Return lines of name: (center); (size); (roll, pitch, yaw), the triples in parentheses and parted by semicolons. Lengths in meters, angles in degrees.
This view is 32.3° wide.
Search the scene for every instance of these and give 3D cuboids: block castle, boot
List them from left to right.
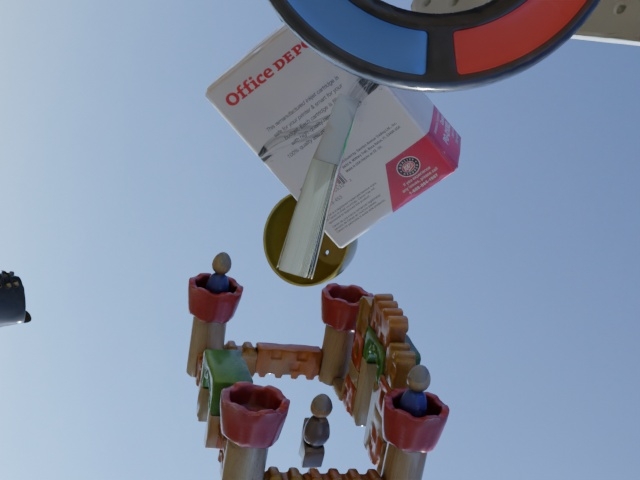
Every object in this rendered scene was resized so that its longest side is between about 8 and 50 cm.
boot: (-0.419, 0.036, 1.316); (0.077, 0.137, 0.197); (57, -31, 38)
block castle: (-0.021, 0.181, 1.550); (0.453, 0.303, 0.212); (-123, -140, -67)

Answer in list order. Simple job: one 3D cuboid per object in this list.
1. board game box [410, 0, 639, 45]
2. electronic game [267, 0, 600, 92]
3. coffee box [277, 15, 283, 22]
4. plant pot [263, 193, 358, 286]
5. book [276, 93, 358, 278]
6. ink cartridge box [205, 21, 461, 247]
board game box: (0.301, -0.364, 1.058); (0.390, 0.050, 0.390); (21, -95, 52)
electronic game: (0.066, -0.200, 0.640); (0.048, 0.229, 0.229); (139, -38, -85)
coffee box: (-0.026, -0.371, 1.626); (0.113, 0.040, 0.184); (-56, -136, 30)
plant pot: (0.000, 0.000, 1.556); (0.134, 0.095, 0.134); (-2, -95, 26)
book: (0.000, -0.049, 1.005); (0.144, 0.035, 0.096); (105, 2, -45)
ink cartridge box: (0.017, -0.138, 1.229); (0.172, 0.237, 0.100); (-35, -164, 24)
